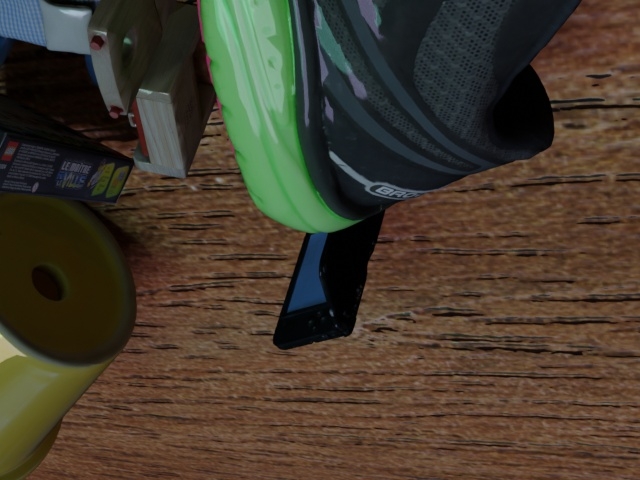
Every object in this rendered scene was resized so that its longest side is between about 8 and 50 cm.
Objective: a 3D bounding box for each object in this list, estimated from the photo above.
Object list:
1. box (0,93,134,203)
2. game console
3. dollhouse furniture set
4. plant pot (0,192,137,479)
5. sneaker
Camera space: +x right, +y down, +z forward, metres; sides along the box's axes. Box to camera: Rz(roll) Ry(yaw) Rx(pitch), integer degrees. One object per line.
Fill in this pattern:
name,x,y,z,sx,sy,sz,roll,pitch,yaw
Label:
box,-0.206,-0.067,0.720,0.114,0.036,0.207,27,-176,10
game console,0.000,0.000,0.772,0.107,0.122,0.071,-18,133,42
dollhouse furniture set,-0.148,-0.109,0.667,0.129,0.129,0.184,11,147,9
plant pot,-0.286,0.078,0.926,0.239,0.254,0.254,-32,125,32
sneaker,0.029,-0.192,0.465,0.202,0.185,0.483,-8,146,3
